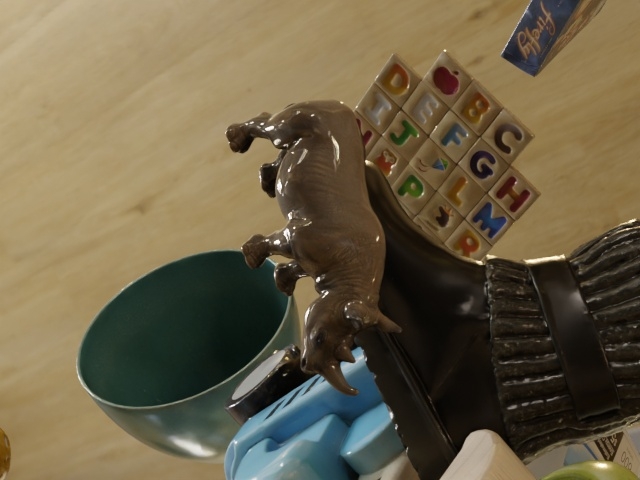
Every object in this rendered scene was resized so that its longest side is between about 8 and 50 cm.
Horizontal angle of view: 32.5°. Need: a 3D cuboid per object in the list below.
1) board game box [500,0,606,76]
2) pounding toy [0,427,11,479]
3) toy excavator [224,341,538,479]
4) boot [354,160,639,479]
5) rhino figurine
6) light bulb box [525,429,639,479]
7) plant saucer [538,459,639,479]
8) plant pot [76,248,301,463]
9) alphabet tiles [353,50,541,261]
[{"bbox_3d":[0.268,-0.282,1.019,0.042,0.165,0.243,38,-40,11],"label":"board game box"},{"bbox_3d":[-0.302,0.216,0.924,0.237,0.110,0.183,148,-66,-66],"label":"pounding toy"},{"bbox_3d":[0.053,0.227,1.001,0.433,0.445,0.222,-36,-80,31],"label":"toy excavator"},{"bbox_3d":[0.153,0.029,0.937,0.260,0.131,0.348,-29,-112,9],"label":"boot"},{"bbox_3d":[0.000,0.000,0.824,0.106,0.073,0.243,-24,-117,27],"label":"rhino figurine"},{"bbox_3d":[0.234,0.330,1.527,0.225,0.361,0.358,-2,-47,43],"label":"light bulb box"},{"bbox_3d":[0.256,0.340,1.182,0.037,0.241,0.241,32,-46,-21],"label":"plant saucer"},{"bbox_3d":[-0.144,0.178,1.440,0.290,0.290,0.195,4,-48,33],"label":"plant pot"},{"bbox_3d":[0.147,-0.092,1.569,0.285,0.011,0.342,47,-49,12],"label":"alphabet tiles"}]
